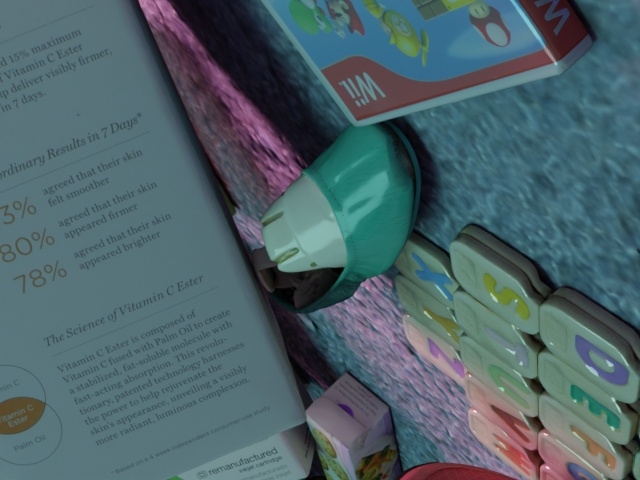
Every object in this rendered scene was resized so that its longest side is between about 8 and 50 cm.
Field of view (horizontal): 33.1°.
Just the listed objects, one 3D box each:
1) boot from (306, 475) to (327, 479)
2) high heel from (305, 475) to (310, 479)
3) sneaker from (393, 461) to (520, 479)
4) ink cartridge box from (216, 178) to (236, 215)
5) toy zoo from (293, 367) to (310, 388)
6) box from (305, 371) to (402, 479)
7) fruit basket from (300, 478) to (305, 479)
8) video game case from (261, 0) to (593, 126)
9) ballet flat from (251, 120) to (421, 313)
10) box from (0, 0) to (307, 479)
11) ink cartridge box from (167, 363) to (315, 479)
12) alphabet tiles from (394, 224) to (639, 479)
[{"bbox_3d":[0.083,0.459,1.483,0.305,0.112,0.115,53,155,-7],"label":"boot"},{"bbox_3d":[-0.095,0.335,1.710,0.244,0.082,0.117,46,138,50],"label":"high heel"},{"bbox_3d":[0.191,0.226,0.713,0.314,0.116,0.136,28,148,10],"label":"sneaker"},{"bbox_3d":[-0.192,-0.097,0.955,0.160,0.092,0.219,27,153,46],"label":"ink cartridge box"},{"bbox_3d":[-0.172,0.216,1.277,0.192,0.293,0.030,41,-171,19],"label":"toy zoo"},{"bbox_3d":[0.046,0.252,1.189,0.067,0.063,0.324,38,160,27],"label":"box"},{"bbox_3d":[-0.227,0.364,1.432,0.283,0.392,0.392,43,162,31],"label":"fruit basket"},{"bbox_3d":[-0.018,-0.181,0.493,0.285,0.025,0.204,52,162,-14],"label":"video game case"},{"bbox_3d":[0.000,0.000,0.714,0.083,0.087,0.247,63,165,12],"label":"ballet flat"},{"bbox_3d":[-0.176,-0.013,0.730,0.168,0.215,0.345,-118,6,-70],"label":"box"},{"bbox_3d":[-0.154,0.140,1.126,0.278,0.201,0.117,61,-161,-23],"label":"ink cartridge box"},{"bbox_3d":[0.149,0.106,0.717,0.278,0.021,0.284,37,159,30],"label":"alphabet tiles"}]
